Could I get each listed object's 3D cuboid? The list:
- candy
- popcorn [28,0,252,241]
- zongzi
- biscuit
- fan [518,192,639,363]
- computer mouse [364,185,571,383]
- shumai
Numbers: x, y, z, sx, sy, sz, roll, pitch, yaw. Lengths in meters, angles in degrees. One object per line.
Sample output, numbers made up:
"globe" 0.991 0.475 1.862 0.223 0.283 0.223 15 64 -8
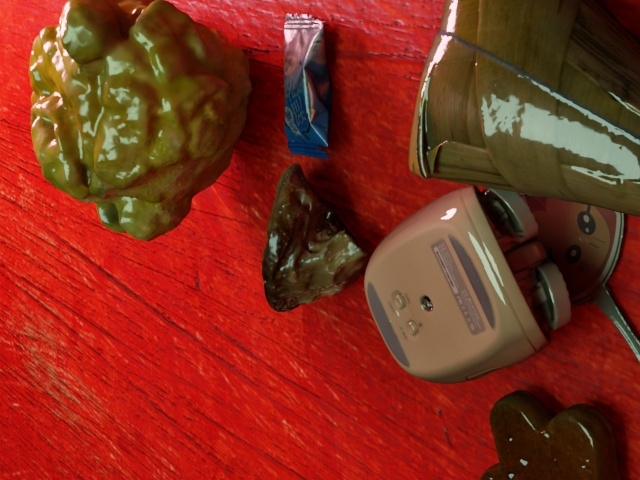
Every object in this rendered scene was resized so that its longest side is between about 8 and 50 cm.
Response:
"candy" -0.012 -0.145 1.184 0.088 0.038 0.136 -161 68 -67
"popcorn" -0.185 -0.136 1.272 0.242 0.235 0.250 51 167 -6
"zongzi" 0.182 -0.148 0.865 0.228 0.115 0.256 14 90 39
"biscuit" 0.200 0.237 1.026 0.180 0.039 0.236 9 111 52
"fan" 0.198 0.017 0.964 0.220 0.009 0.132 60 145 22
"computer mouse" 0.116 0.038 1.018 0.145 0.082 0.236 65 154 8
"shumai" -0.010 0.006 1.214 0.123 0.105 0.139 -77 12 -54
